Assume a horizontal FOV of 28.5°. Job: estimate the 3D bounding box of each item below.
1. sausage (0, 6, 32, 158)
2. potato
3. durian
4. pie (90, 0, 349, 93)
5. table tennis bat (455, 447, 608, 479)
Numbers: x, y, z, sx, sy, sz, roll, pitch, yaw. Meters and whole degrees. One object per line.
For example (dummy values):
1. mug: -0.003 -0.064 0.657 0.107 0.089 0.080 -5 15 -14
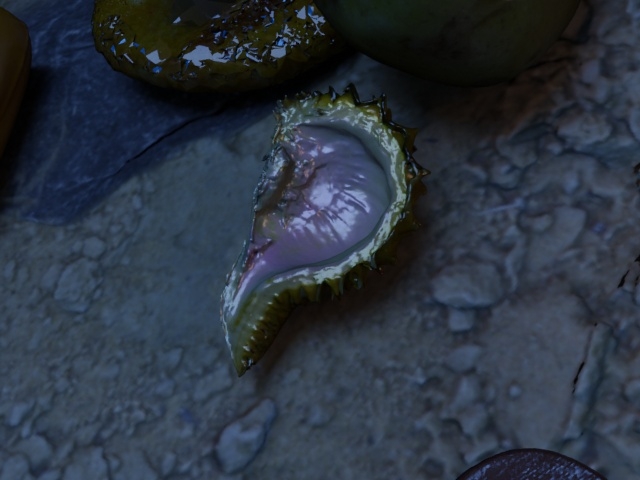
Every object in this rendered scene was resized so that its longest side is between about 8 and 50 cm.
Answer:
1. sausage: -0.332 -0.055 1.053 0.112 0.112 0.328 1 60 23
2. potato: 0.107 -0.265 0.946 0.218 0.202 0.351 16 47 8
3. durian: -0.003 0.001 0.906 0.140 0.078 0.224 26 82 20
4. pie: -0.069 -0.222 1.074 0.273 0.069 0.273 -10 55 15
5. table tennis bat: 0.148 0.215 0.738 0.130 0.019 0.220 -34 51 -2
